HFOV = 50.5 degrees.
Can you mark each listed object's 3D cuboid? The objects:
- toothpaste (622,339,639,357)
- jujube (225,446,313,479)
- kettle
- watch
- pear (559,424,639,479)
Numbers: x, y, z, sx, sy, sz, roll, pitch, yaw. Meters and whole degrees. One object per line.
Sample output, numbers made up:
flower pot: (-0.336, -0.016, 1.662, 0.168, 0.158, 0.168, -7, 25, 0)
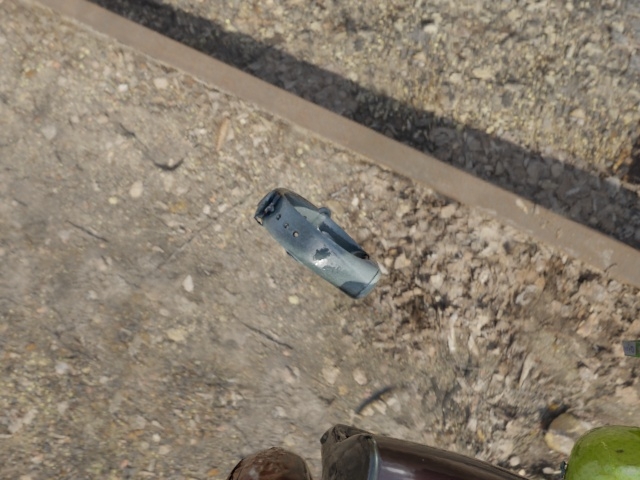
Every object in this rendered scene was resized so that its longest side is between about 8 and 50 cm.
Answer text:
toothpaste: (0.690, 0.227, 1.410, 0.043, 0.178, 0.037, -8, 84, -2)
jujube: (-0.084, 0.460, 1.151, 0.183, 0.243, 0.183, 2, 101, 10)
kettle: (0.113, 0.273, 0.721, 0.232, 0.202, 0.144, 27, 102, -16)
watch: (0.000, 0.000, 0.967, 0.193, 0.206, 0.068, 41, 98, 0)
pear: (0.608, 0.469, 1.189, 0.318, 0.342, 0.238, -1, 105, 36)
